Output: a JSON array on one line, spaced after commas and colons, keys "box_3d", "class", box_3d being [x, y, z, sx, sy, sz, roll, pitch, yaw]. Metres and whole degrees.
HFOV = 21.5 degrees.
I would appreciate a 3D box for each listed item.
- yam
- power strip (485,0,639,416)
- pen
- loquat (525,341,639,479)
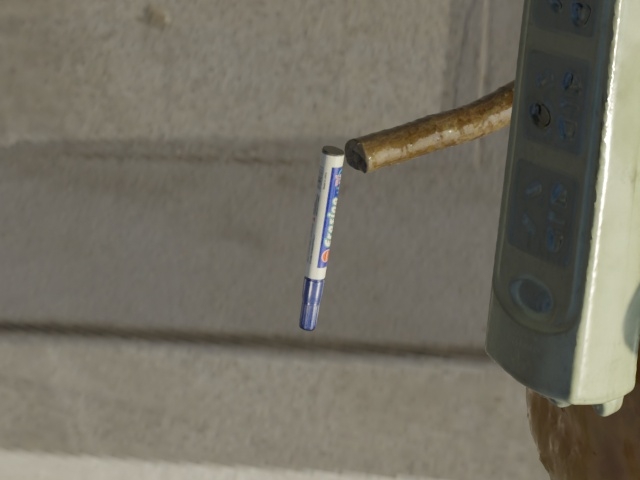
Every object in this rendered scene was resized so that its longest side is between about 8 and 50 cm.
[{"box_3d": [0.163, -0.129, 1.711, 0.045, 0.326, 0.045, 62, 147, 12], "class": "yam"}, {"box_3d": [0.134, -0.049, 0.858, 0.048, 0.080, 0.286, -7, 111, -35], "class": "power strip"}, {"box_3d": [0.000, 0.000, 1.775, 0.025, 0.025, 0.204, 9, 110, 3], "class": "pen"}, {"box_3d": [0.299, 0.103, 1.107, 0.328, 0.328, 0.328, 5, 130, 6], "class": "loquat"}]
